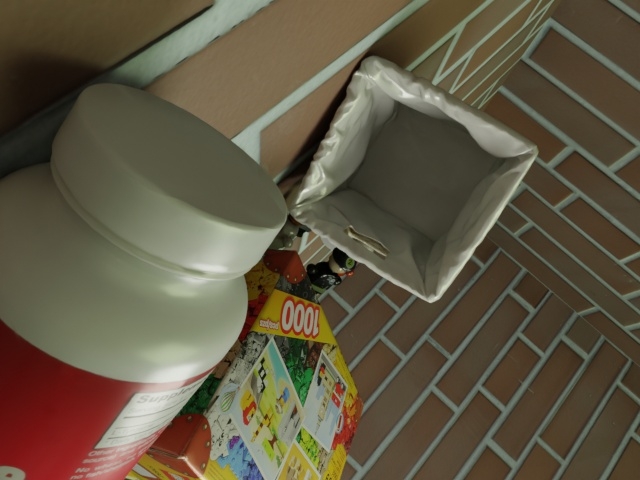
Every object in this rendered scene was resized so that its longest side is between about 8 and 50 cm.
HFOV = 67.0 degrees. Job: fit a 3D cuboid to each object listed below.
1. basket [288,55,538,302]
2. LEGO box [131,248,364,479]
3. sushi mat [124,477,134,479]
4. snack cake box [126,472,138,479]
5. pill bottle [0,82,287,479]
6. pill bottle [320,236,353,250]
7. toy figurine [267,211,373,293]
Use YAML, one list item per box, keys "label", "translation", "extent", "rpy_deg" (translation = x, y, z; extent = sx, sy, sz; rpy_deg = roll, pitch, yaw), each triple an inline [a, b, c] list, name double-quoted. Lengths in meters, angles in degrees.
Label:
- label: "basket"
  translation: [0.178, -0.126, 0.935]
  extent: [0.331, 0.329, 0.266]
  rpy_deg: [-61, 171, 22]
- label: "LEGO box"
  translation: [-0.115, 0.314, 0.883]
  extent: [0.372, 0.193, 0.499]
  rpy_deg: [-63, 144, -40]
- label: "sushi mat"
  translation: [-0.422, 0.395, 0.726]
  extent: [0.151, 0.317, 0.019]
  rpy_deg: [-53, -148, -2]
- label: "snack cake box"
  translation: [-0.552, 0.618, 1.365]
  extent: [0.264, 0.089, 0.152]
  rpy_deg: [-51, -158, 22]
- label: "pill bottle"
  translation: [-0.214, 0.081, 0.436]
  extent: [0.407, 0.229, 0.229]
  rpy_deg: [-51, 169, 20]
- label: "pill bottle"
  translation: [0.098, -0.056, 1.530]
  extent: [0.221, 0.121, 0.121]
  rpy_deg: [-35, 165, -48]
- label: "toy figurine"
  translation: [0.000, 0.000, 1.075]
  extent: [0.148, 0.209, 0.213]
  rpy_deg: [-41, 174, 28]
